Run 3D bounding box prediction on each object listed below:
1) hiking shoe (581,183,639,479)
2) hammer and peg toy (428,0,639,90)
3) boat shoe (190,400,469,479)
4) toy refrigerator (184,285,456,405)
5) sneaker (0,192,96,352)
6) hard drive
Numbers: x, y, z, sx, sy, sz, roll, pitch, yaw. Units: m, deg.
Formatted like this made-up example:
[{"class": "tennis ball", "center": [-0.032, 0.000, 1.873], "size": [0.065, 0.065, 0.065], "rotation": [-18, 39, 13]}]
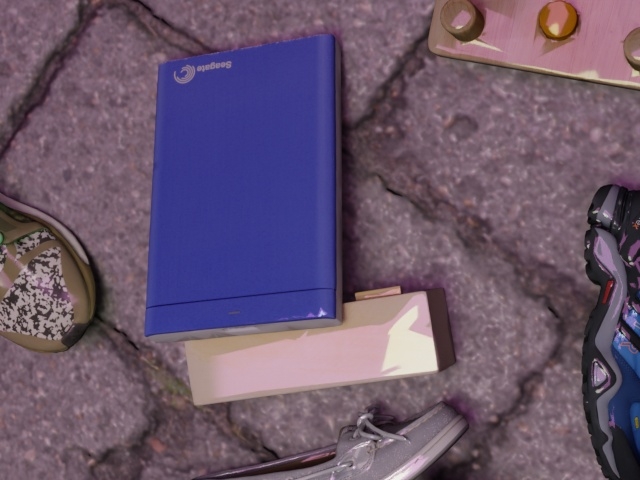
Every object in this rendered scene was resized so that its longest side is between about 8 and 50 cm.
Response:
[{"class": "hiking shoe", "center": [0.326, 0.095, 1.165], "size": [0.132, 0.113, 0.304], "rotation": [1, 90, 17]}, {"class": "hammer and peg toy", "center": [0.258, -0.342, 1.180], "size": [0.266, 0.127, 0.361], "rotation": [12, 93, 18]}, {"class": "boat shoe", "center": [0.005, 0.243, 1.263], "size": [0.320, 0.118, 0.103], "rotation": [-29, 86, 22]}, {"class": "toy refrigerator", "center": [-0.001, 0.109, 1.270], "size": [0.269, 0.102, 0.094], "rotation": [-9, 87, 17]}, {"class": "sneaker", "center": [-0.435, -0.015, 1.358], "size": [0.410, 0.182, 0.158], "rotation": [40, 101, 13]}, {"class": "hard drive", "center": [-0.081, -0.057, 1.269], "size": [0.210, 0.040, 0.319], "rotation": [-7, 69, 18]}]
